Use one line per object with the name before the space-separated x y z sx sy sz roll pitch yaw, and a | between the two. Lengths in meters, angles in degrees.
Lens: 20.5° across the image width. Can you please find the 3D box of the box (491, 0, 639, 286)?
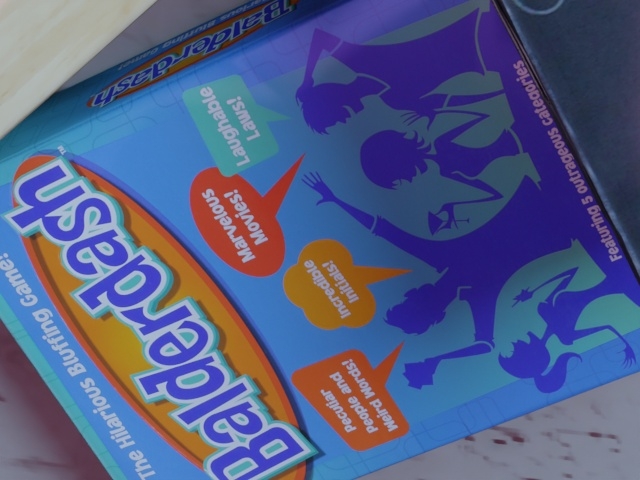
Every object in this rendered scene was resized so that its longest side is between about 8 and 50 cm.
box | 0.180 -0.107 0.421 0.270 0.165 0.143 -26 98 19

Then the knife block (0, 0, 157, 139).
knife block | -0.020 -0.135 0.408 0.088 0.276 0.242 47 143 -19

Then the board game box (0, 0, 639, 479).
board game box | 0.000 0.000 0.584 0.210 0.047 0.160 -23 115 18
